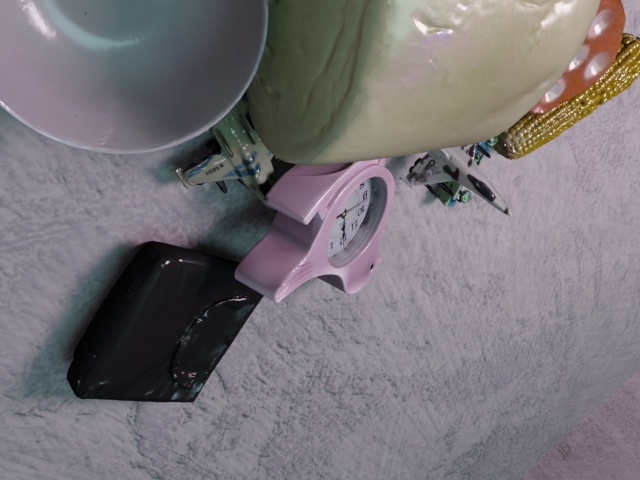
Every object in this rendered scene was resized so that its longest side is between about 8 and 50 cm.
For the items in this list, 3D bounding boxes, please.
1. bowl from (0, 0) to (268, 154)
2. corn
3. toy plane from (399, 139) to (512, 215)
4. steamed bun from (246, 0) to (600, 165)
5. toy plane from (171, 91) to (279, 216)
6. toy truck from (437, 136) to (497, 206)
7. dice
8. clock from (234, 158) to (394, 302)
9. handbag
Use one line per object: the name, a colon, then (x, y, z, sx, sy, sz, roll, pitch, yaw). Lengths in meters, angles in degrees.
bowl: (-0.202, -0.243, 0.684, 0.286, 0.144, 0.287, -9, 133, -10)
corn: (0.439, -0.253, 1.211, 0.319, 0.097, 0.097, -36, 138, -2)
toy plane: (0.214, -0.122, 1.090, 0.160, 0.234, 0.082, -47, 175, 15)
steamed bun: (0.115, -0.294, 0.760, 0.371, 0.290, 0.456, -15, 130, -35)
toy plane: (-0.094, -0.101, 0.962, 0.192, 0.088, 0.262, -30, 147, -3)
toy truck: (0.233, -0.138, 1.181, 0.081, 0.067, 0.175, 0, 128, -29)
dice: (0.310, -0.306, 0.996, 0.175, 0.174, 0.179, -31, 143, -2)
clock: (0.000, 0.000, 1.039, 0.290, 0.080, 0.275, -39, 145, -35)
handbag: (-0.227, 0.130, 1.051, 0.244, 0.088, 0.275, 18, 109, -46)
